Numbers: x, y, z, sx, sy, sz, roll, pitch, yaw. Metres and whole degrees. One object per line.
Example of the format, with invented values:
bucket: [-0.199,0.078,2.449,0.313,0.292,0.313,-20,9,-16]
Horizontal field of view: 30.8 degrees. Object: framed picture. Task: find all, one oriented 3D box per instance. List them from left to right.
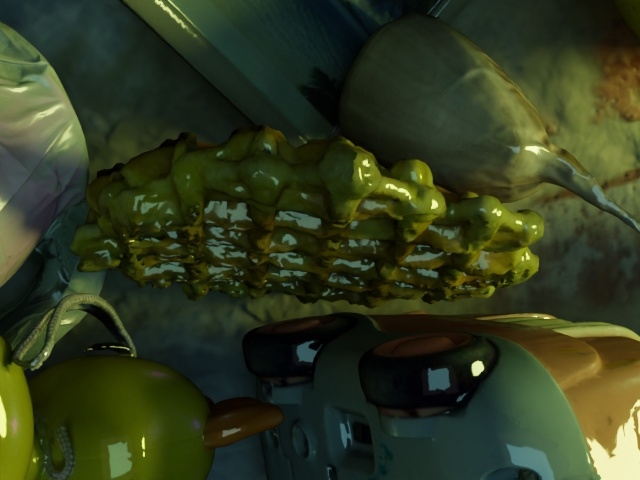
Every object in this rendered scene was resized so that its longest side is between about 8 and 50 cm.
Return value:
framed picture: [-0.020,-0.204,0.658,0.232,0.024,0.315,-51,131,-2]

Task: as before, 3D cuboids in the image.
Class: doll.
doll: [-0.127,0.096,0.606,0.221,0.143,0.135,1,84,-46]

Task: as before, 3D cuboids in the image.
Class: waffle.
waffle: [0.000,0.000,0.642,0.237,0.243,0.059,25,65,-49]

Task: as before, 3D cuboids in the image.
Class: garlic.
garlic: [0.086,-0.065,0.666,0.128,0.198,0.090,28,93,-31]

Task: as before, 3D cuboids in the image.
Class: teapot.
teapot: [-0.202,-0.015,0.636,0.178,0.163,0.222,-34,101,-29]

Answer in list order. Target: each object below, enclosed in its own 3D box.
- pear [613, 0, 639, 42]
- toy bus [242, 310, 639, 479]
pear: [0.301,-0.204,0.673,0.294,0.294,0.294,-2,98,-12]
toy bus: [0.096,0.126,0.681,0.232,0.287,0.194,-15,97,-27]
